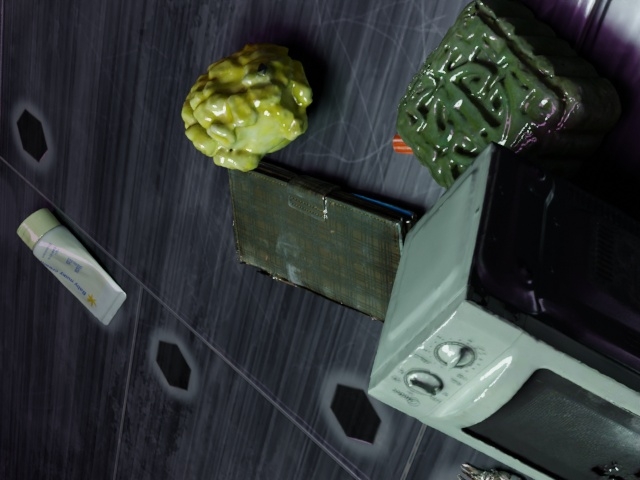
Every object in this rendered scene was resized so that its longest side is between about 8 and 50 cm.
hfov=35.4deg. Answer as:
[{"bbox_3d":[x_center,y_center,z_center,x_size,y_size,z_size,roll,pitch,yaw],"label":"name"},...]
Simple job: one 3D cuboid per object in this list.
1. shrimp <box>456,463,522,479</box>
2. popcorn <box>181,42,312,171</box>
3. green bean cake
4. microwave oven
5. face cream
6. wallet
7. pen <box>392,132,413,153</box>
[{"bbox_3d":[0.204,0.297,1.235,0.092,0.038,0.029,0,107,45],"label":"shrimp"},{"bbox_3d":[-0.084,-0.165,1.229,0.174,0.173,0.142,11,123,42],"label":"popcorn"},{"bbox_3d":[0.176,-0.127,1.002,0.185,0.094,0.183,55,130,29],"label":"green bean cake"},{"bbox_3d":[0.225,0.082,0.893,0.295,0.237,0.181,28,137,-10],"label":"microwave oven"},{"bbox_3d":[-0.435,0.046,1.764,0.224,0.070,0.114,48,136,6],"label":"face cream"},{"bbox_3d":[0.001,0.000,1.302,0.317,0.044,0.168,20,126,40],"label":"wallet"},{"bbox_3d":[0.175,-0.104,1.084,0.239,0.028,0.028,6,112,44],"label":"pen"}]
